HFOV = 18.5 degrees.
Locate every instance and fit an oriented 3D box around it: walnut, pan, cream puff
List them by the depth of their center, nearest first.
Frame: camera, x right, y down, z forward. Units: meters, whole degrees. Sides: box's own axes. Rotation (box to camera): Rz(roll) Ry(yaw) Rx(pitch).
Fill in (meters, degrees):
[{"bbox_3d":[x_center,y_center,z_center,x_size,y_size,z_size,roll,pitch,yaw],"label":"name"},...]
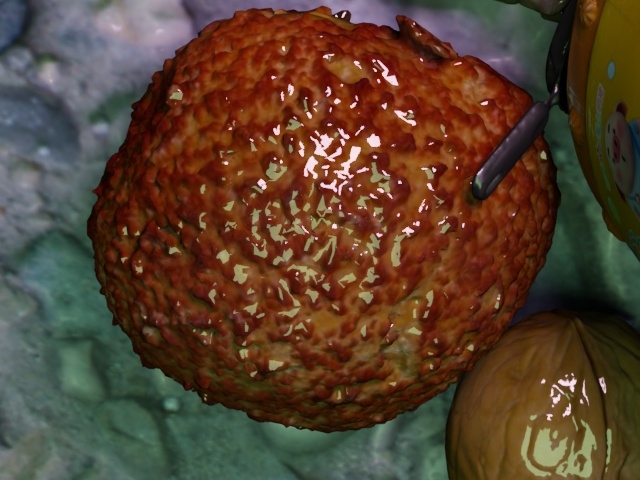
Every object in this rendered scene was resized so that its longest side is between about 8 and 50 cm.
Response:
[{"bbox_3d":[0.168,-0.114,1.327,0.028,0.235,0.136,32,154,25],"label":"pan"},{"bbox_3d":[-0.003,-0.004,1.384,0.350,0.229,0.350,1,118,2],"label":"cream puff"},{"bbox_3d":[0.178,0.147,1.486,0.167,0.167,0.207,7,117,2],"label":"walnut"}]

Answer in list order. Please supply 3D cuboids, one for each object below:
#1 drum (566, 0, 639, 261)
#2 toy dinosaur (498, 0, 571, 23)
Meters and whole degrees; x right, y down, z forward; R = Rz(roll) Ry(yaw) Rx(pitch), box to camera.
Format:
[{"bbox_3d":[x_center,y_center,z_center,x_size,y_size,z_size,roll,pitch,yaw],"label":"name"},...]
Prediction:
[{"bbox_3d":[0.378,-0.088,1.237,0.431,0.214,0.431,-7,120,-12],"label":"drum"},{"bbox_3d":[0.128,-0.234,1.358,0.179,0.087,0.187,42,100,18],"label":"toy dinosaur"}]
